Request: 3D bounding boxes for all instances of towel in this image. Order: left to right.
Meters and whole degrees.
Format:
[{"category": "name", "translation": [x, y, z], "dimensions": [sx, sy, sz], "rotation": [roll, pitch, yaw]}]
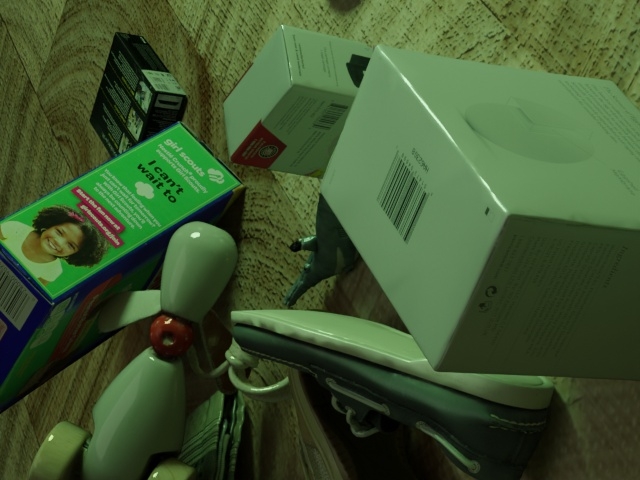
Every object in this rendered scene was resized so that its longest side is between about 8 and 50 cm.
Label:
[{"category": "towel", "translation": [-0.170, 0.351, 1.818], "dimensions": [0.324, 0.056, 0.312], "rotation": [-44, 31, 50]}]

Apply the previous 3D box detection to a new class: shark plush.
[{"category": "shark plush", "translation": [0.000, 0.000, 1.620], "dimensions": [0.161, 0.067, 0.073], "rotation": [-47, 46, 46]}]

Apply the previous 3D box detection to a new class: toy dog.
[{"category": "toy dog", "translation": [-0.162, 0.152, 1.717], "dimensions": [0.333, 0.220, 0.161], "rotation": [-47, -3, 5]}]

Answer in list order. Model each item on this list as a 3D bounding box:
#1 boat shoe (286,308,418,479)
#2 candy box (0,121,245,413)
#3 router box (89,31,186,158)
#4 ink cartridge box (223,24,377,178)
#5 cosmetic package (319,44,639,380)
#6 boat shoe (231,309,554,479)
[{"category": "boat shoe", "translation": [0.024, 0.201, 1.506], "dimensions": [0.098, 0.109, 0.302], "rotation": [-53, 47, 40]}, {"category": "candy box", "translation": [-0.270, 0.036, 1.839], "dimensions": [0.122, 0.317, 0.268], "rotation": [46, 135, 7]}, {"category": "router box", "translation": [-0.235, -0.168, 2.086], "dimensions": [0.179, 0.046, 0.133], "rotation": [54, 130, 50]}, {"category": "ink cartridge box", "translation": [0.017, -0.118, 1.508], "dimensions": [0.127, 0.175, 0.072], "rotation": [-47, 43, 46]}, {"category": "cosmetic package", "translation": [0.154, -0.018, 1.197], "dimensions": [0.224, 0.225, 0.138], "rotation": [59, 136, 47]}, {"category": "boat shoe", "translation": [0.045, 0.127, 1.397], "dimensions": [0.319, 0.116, 0.099], "rotation": [14, 99, 35]}]
